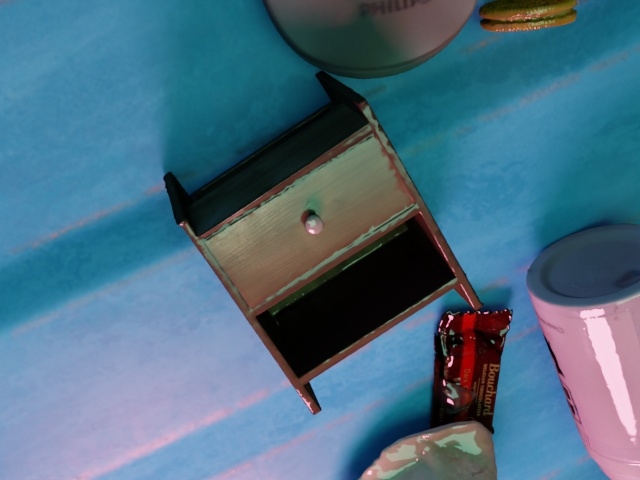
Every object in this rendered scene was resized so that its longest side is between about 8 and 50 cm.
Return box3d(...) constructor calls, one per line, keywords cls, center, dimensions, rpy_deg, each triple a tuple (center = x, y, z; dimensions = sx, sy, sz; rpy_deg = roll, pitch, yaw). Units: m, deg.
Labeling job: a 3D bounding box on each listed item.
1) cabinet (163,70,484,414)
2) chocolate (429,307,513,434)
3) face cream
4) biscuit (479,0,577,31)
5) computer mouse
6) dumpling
box3d(cls="cabinet", center=(0.000, 0.000, 0.730), dimensions=(0.174, 0.148, 0.215), rpy_deg=(-33, 113, -1))
box3d(cls="chocolate", center=(0.154, 0.154, 0.891), dimensions=(0.086, 0.028, 0.182), rpy_deg=(0, 109, -15))
box3d(cls="face cream", center=(0.334, 0.174, 0.880), dimensions=(0.145, 0.145, 0.370), rpy_deg=(-26, 113, -4))
box3d(cls="biscuit", center=(0.180, -0.198, 0.738), dimensions=(0.084, 0.084, 0.023), rpy_deg=(-12, 112, -10))
box3d(cls="computer mouse", center=(0.028, -0.291, 0.664), dimensions=(0.197, 0.095, 0.331), rpy_deg=(-21, 114, -11))
box3d(cls="dumpling", center=(0.104, 0.292, 0.881), dimensions=(0.166, 0.126, 0.216), rpy_deg=(12, 116, -6))
